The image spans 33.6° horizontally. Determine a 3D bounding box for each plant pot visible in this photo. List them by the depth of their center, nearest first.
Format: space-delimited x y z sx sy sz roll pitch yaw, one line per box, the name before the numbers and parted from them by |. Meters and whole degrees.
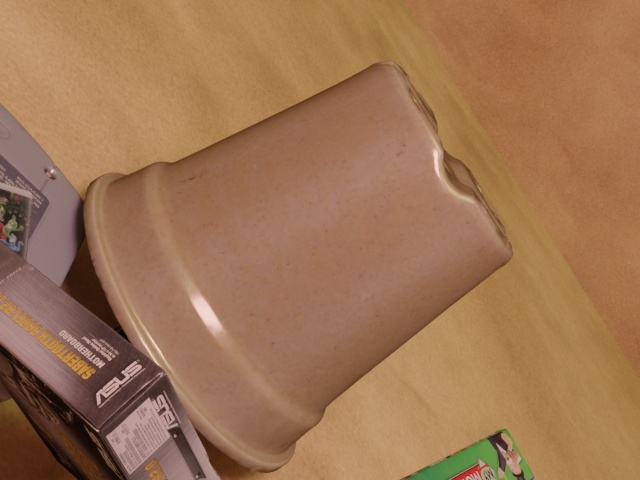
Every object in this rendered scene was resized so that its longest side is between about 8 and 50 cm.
plant pot | 0.000 0.000 1.012 0.333 0.305 0.334 54 12 -17

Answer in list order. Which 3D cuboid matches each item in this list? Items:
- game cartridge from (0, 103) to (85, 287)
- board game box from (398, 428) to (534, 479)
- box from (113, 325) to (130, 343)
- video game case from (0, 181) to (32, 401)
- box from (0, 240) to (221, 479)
game cartridge | -0.325 -0.070 0.888 0.294 0.060 0.196 47 30 -22
board game box | -0.017 0.243 0.760 0.213 0.317 0.046 0 57 -61
box | -0.170 0.107 0.961 0.062 0.052 0.083 58 26 1
video game case | -0.305 0.018 0.773 0.190 0.022 0.173 20 60 -40
box | -0.152 0.127 0.738 0.183 0.056 0.231 31 -29 33
